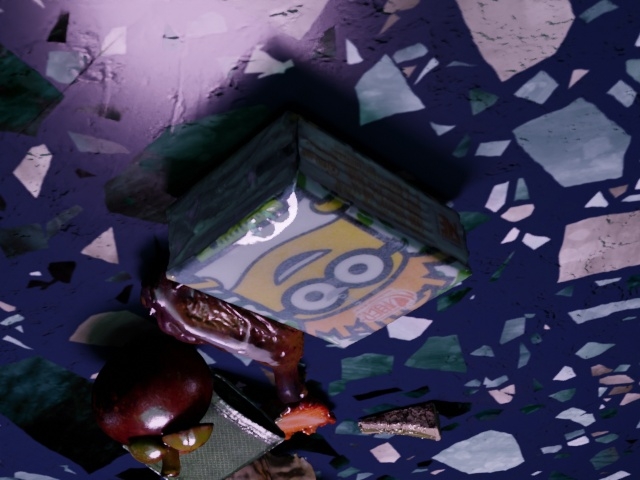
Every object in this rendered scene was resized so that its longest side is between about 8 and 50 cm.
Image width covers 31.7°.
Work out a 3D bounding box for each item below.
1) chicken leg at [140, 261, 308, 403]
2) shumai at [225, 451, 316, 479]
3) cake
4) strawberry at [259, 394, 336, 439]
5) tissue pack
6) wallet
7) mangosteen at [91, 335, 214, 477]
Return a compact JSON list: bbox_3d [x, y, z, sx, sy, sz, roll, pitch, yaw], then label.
[{"bbox_3d":[-0.096,0.135,1.559,0.158,0.095,0.407,-20,145,21],"label":"chicken leg"},{"bbox_3d":[-0.111,0.408,1.889,0.153,0.209,0.161,-25,-178,-41],"label":"shumai"},{"bbox_3d":[0.134,0.300,1.884,0.140,0.055,0.051,1,148,16],"label":"cake"},{"bbox_3d":[-0.040,0.276,1.798,0.104,0.048,0.152,-39,148,25],"label":"strawberry"},{"bbox_3d":[0.000,0.000,1.362,0.311,0.128,0.228,27,133,-38],"label":"tissue pack"},{"bbox_3d":[-0.184,0.309,1.767,0.160,0.055,0.236,42,127,-14],"label":"wallet"},{"bbox_3d":[-0.227,0.232,1.571,0.200,0.199,0.199,-6,144,-4],"label":"mangosteen"}]
